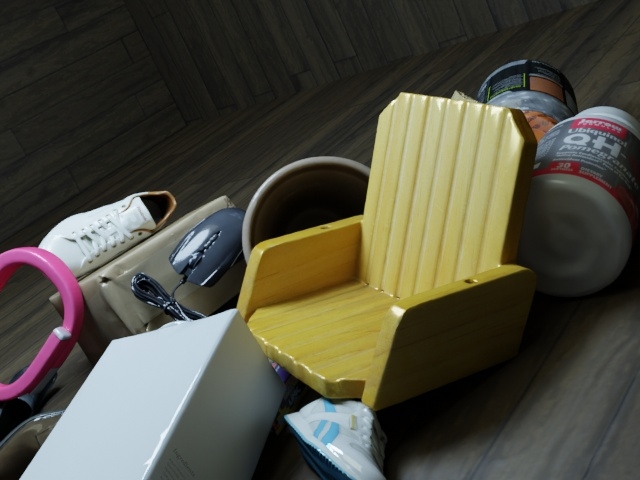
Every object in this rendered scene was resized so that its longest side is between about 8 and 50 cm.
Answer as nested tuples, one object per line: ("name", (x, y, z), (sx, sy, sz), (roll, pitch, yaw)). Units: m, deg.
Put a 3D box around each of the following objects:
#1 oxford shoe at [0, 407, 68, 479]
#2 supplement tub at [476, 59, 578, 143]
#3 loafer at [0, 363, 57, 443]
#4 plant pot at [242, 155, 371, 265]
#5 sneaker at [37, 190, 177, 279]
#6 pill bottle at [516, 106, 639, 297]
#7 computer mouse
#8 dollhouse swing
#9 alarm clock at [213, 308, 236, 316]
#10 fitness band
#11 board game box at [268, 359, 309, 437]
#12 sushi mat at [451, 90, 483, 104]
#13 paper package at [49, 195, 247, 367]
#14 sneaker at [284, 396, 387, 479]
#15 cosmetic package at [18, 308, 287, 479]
("oxford shoe", (-0.408, 0.312, 1.349), (0.227, 0.082, 0.096), (-29, 23, -8))
("supplement tub", (0.366, -0.197, 1.566), (0.194, 0.193, 0.316), (-18, 19, 21))
("loafer", (-0.542, 0.299, 1.579), (0.078, 0.076, 0.223), (-8, 29, 31))
("plant pot", (0.000, 0.000, 1.480), (0.263, 0.263, 0.229), (-27, 0, -6))
("sneaker", (-0.384, -0.026, 1.596), (0.123, 0.105, 0.290), (-27, 7, 45))
("pill bottle", (0.372, -0.072, 1.238), (0.176, 0.176, 0.318), (-12, 22, 34))
("computer mouse", (-0.163, 0.044, 1.438), (0.262, 0.184, 0.060), (-40, -19, -33))
("dollhouse swing", (0.072, -0.014, 1.143), (0.315, 0.304, 0.347), (-15, 21, -29))
("alarm clock", (-0.151, 0.170, 1.431), (0.129, 0.064, 0.192), (-35, 17, -28))
("fitness band", (-0.527, 0.147, 1.515), (0.291, 0.209, 0.054), (-51, -16, 19))
("board game box", (-0.090, 0.215, 1.253), (0.141, 0.048, 0.170), (-15, 21, 31))
("sushi mat", (0.188, -0.121, 1.578), (0.316, 0.019, 0.151), (-61, 14, 14))
("paper package", (-0.298, 0.080, 1.618), (0.309, 0.168, 0.325), (-36, 8, -33))
("sneaker", (0.034, 0.231, 0.988), (0.092, 0.087, 0.229), (-27, 20, -13))
("cosmetic package", (-0.207, 0.268, 1.018), (0.217, 0.156, 0.385), (-15, 27, 28))
